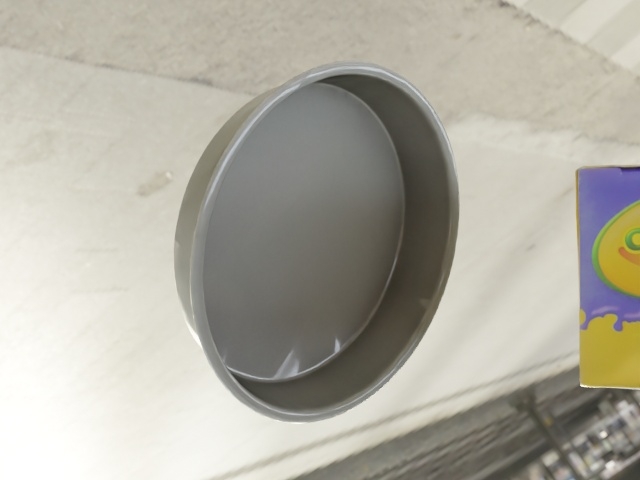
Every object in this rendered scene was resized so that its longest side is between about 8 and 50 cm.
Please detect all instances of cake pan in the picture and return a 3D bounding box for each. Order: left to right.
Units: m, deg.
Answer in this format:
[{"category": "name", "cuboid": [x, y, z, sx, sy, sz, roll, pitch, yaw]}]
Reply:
[{"category": "cake pan", "cuboid": [0.000, 0.000, 0.871, 0.293, 0.054, 0.293, -14, 112, -41]}]

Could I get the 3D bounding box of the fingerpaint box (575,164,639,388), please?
[{"category": "fingerpaint box", "cuboid": [0.447, 0.028, 0.804, 0.445, 0.163, 0.371, -1, 178, 24]}]
